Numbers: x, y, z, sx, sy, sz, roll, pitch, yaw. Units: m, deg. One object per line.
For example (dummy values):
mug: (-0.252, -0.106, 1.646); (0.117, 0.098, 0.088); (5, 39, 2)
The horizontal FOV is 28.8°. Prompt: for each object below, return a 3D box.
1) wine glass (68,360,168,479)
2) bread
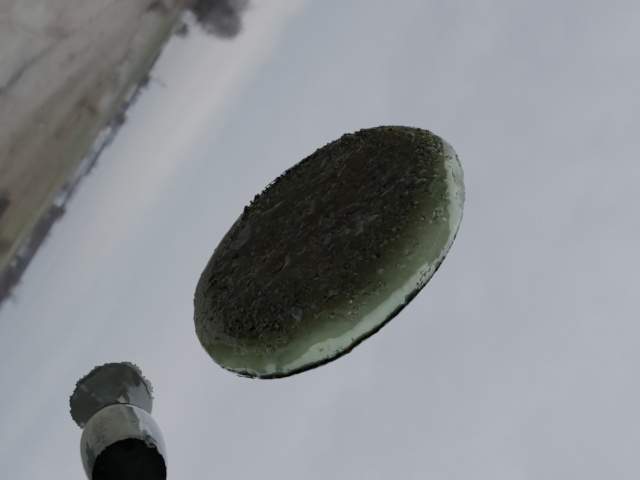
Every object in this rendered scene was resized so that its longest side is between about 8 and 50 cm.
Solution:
wine glass: (-0.150, 0.146, 0.934); (0.074, 0.074, 0.262); (-59, -167, -3)
bread: (0.000, 0.000, 1.005); (0.267, 0.040, 0.267); (-29, -149, 19)
